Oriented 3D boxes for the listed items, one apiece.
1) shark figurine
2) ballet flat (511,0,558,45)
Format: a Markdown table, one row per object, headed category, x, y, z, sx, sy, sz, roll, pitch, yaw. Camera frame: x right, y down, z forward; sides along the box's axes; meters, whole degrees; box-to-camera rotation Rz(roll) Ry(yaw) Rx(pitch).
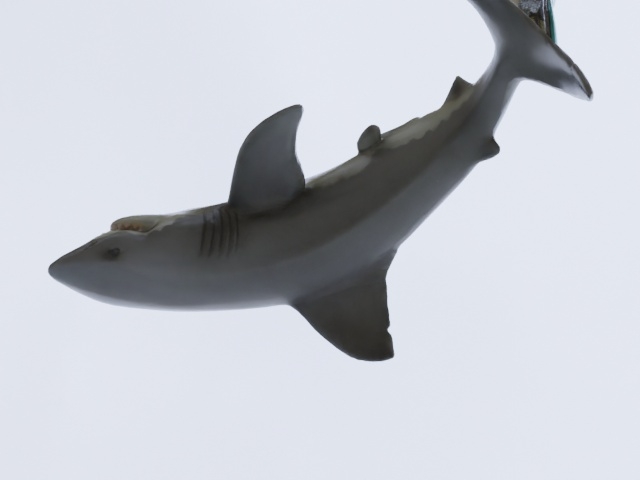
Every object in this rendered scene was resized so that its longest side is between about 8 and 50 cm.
| category | x | y | z | sx | sy | sz | roll | pitch | yaw |
| --- | --- | --- | --- | --- | --- | --- | --- | --- | --- |
| shark figurine | 0.028 | -0.007 | 0.745 | 0.278 | 0.166 | 0.116 | -30 | -118 | 24 |
| ballet flat | 0.117 | -0.132 | 0.884 | 0.041 | 0.114 | 0.041 | 5 | -50 | 6 |
